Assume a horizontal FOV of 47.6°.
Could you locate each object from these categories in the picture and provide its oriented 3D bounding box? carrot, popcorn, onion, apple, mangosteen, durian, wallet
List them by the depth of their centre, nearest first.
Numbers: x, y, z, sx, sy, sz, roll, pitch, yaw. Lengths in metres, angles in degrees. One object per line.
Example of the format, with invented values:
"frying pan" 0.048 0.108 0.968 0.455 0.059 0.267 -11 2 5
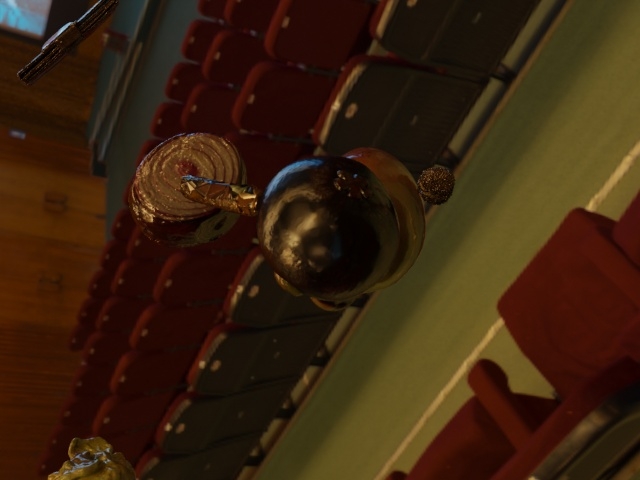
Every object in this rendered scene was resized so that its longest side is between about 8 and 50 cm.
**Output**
"mangosteen" 0.000 0.000 1.334 0.302 0.275 0.274 118 148 -43
"wallet" -0.466 -0.370 1.337 0.230 0.042 0.124 -43 20 -9
"durian" 0.228 -0.112 1.420 0.080 0.080 0.091 -19 37 57
"popcorn" -0.470 0.518 1.481 0.235 0.181 0.216 94 176 -80
"carrot" -0.213 -0.099 1.560 0.229 0.069 0.068 13 92 35
"apple" 0.086 -0.042 1.660 0.304 0.339 0.339 58 146 -6
"onion" -0.350 -0.116 1.992 0.336 0.282 0.260 -46 -16 -23
